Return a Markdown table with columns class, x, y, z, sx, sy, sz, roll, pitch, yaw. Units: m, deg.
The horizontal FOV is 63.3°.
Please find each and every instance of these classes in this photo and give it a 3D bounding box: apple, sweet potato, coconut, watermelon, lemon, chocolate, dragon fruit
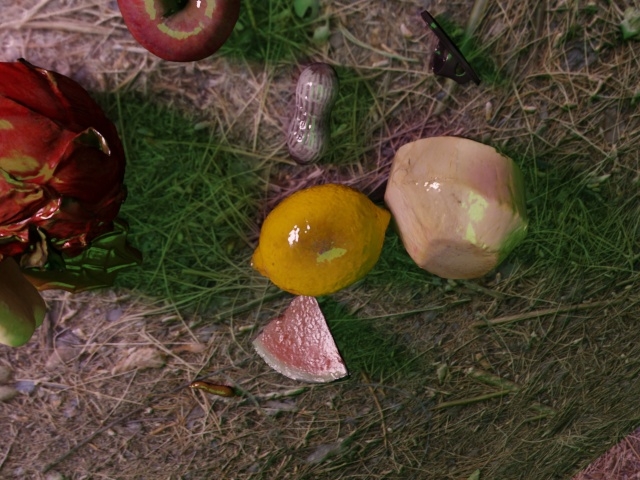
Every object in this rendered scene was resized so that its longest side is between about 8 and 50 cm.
| class | x | y | z | sx | sy | sz | roll | pitch | yaw |
| --- | --- | --- | --- | --- | --- | --- | --- | --- | --- |
| apple | -0.178 | -0.307 | 0.657 | 0.153 | 0.120 | 0.153 | -12 | 122 | -19 |
| sweet potato | -0.227 | 0.321 | 1.121 | 0.115 | 0.026 | 0.026 | 25 | 112 | -29 |
| coconut | 0.231 | -0.072 | 0.898 | 0.259 | 0.259 | 0.259 | -10 | 125 | -14 |
| watermelon | -0.030 | 0.218 | 1.047 | 0.136 | 0.207 | 0.202 | -34 | 115 | -29 |
| lemon | 0.000 | 0.000 | 0.884 | 0.257 | 0.188 | 0.188 | -22 | 127 | 1 |
| chocolate | -0.012 | -0.196 | 0.822 | 0.072 | 0.072 | 0.167 | 2 | 119 | -21 |
| dragon fruit | -0.382 | -0.106 | 0.645 | 0.244 | 0.244 | 0.299 | -39 | 110 | 8 |

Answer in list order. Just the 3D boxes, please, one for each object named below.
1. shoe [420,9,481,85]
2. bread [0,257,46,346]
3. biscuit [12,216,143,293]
| class | x | y | z | sx | sy | sz | roll | pitch | yaw |
| --- | --- | --- | --- | --- | --- | --- | --- | --- | --- |
| shoe | 0.197 | -0.298 | 0.838 | 0.053 | 0.062 | 0.159 | -36 | 129 | 22 |
| bread | -0.479 | 0.012 | 0.654 | 0.054 | 0.316 | 0.316 | -46 | 127 | -8 |
| biscuit | -0.399 | 0.014 | 0.845 | 0.215 | 0.034 | 0.182 | 12 | 118 | -26 |
